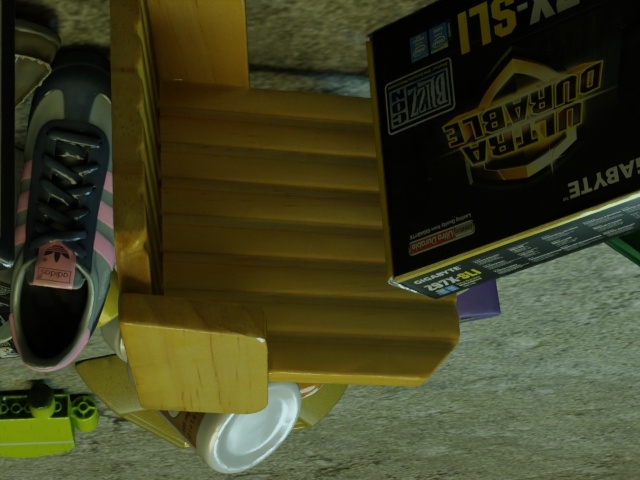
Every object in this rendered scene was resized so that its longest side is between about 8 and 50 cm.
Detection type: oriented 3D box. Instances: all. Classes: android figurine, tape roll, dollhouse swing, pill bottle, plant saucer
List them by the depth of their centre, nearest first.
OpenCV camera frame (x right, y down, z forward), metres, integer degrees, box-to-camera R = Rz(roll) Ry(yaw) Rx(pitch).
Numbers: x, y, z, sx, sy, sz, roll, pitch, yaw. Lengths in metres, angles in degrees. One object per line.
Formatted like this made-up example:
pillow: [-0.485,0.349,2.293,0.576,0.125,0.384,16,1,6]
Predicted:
dollhouse swing: [-0.021,-0.047,1.369,0.305,0.346,0.315,-2,157,-3]
pill bottle: [-0.139,0.140,1.708,0.131,0.229,0.131,-29,140,-28]
tape roll: [0.130,0.069,1.954,0.189,0.080,0.189,-9,174,-1]
plant saucer: [-0.160,0.243,2.386,0.333,0.081,0.333,-12,156,18]
android figurine: [-0.481,0.292,2.478,0.248,0.056,0.273,-2,157,-5]

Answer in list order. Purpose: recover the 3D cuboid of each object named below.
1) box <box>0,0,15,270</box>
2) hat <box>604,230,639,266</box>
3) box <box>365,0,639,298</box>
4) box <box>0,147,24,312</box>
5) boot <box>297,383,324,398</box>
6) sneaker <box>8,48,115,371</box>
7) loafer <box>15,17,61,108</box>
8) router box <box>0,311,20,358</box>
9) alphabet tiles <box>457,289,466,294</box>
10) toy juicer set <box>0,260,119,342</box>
box: [-0.387,-0.135,1.166,0.183,0.296,0.294,-15,154,24]
hat: [0.419,-0.055,1.835,0.208,0.183,0.173,35,-176,3]
box: [0.195,-0.116,1.360,0.322,0.257,0.079,-21,151,36]
box: [-0.438,0.012,1.680,0.290,0.169,0.087,-18,156,26]
boot: [-0.132,0.142,2.098,0.295,0.104,0.211,6,156,0]
sneaker: [-0.240,-0.020,1.488,0.112,0.131,0.319,6,114,-4]
loafer: [-0.326,-0.130,1.456,0.094,0.087,0.251,14,152,-36]
router box: [-0.444,0.111,2.067,0.133,0.046,0.179,-5,157,5]
alphabet tiles: [0.027,0.052,1.801,0.284,0.021,0.278,-25,-158,-30]
toy juicer set: [-0.267,0.017,1.768,0.089,0.209,0.329,53,151,-13]
